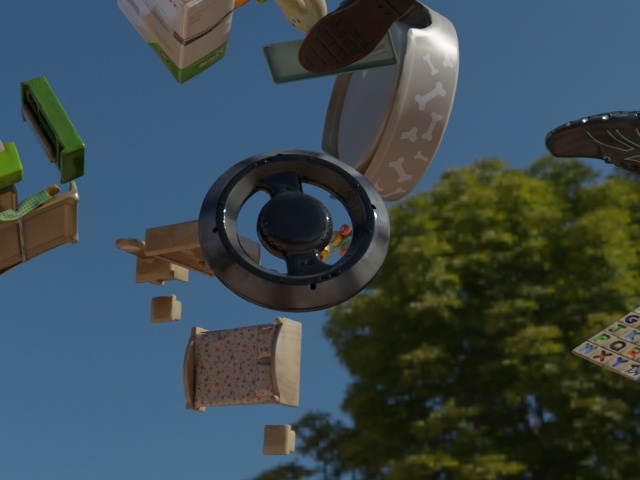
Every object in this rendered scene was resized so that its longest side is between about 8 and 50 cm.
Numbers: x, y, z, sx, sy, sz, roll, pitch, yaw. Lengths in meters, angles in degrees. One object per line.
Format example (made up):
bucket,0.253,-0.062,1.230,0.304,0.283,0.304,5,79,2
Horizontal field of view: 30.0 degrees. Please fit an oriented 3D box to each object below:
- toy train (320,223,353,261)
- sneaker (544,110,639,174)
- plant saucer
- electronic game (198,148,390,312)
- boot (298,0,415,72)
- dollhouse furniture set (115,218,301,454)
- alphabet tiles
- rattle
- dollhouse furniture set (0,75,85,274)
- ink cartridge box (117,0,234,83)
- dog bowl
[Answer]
toy train,0.000,0.000,1.936,0.166,0.046,0.125,-5,-38,9
sneaker,0.404,-0.114,1.476,0.267,0.106,0.101,-4,10,37
plant saucer,0.014,-0.270,1.722,0.192,0.018,0.067,-7,-55,18
electronic game,-0.031,-0.015,1.421,0.229,0.229,0.048,1,-33,-3
boot,0.063,-0.319,1.668,0.219,0.106,0.082,-34,-72,30
dollhouse furniture set,-0.204,0.164,1.910,0.303,0.355,0.174,-9,-19,31
alphabet tiles,0.603,0.190,2.135,0.198,0.237,0.009,-28,-63,-24
rattle,-0.056,-0.318,1.764,0.130,0.142,0.199,20,-25,25
dollhouse furniture set,-0.509,-0.093,1.958,0.198,0.151,0.301,-25,-23,-25
ink cartridge box,-0.199,-0.340,1.627,0.093,0.160,0.219,-35,-10,-19
dog bowl,0.109,-0.220,1.899,0.102,0.348,0.349,15,-33,-17
